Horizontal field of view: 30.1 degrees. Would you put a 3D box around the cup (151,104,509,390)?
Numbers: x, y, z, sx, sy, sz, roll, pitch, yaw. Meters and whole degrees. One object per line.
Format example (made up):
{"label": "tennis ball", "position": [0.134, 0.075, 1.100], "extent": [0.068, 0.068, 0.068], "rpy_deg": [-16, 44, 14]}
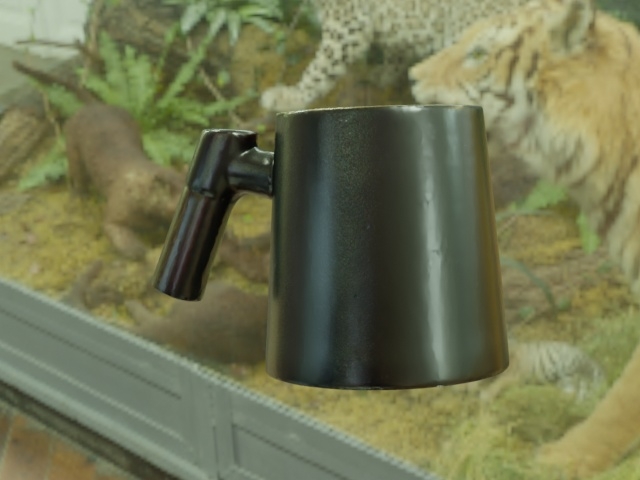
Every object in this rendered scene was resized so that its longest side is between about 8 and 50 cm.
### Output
{"label": "cup", "position": [0.006, 0.001, 0.801], "extent": [0.239, 0.177, 0.166], "rpy_deg": [-3, 5, -8]}
